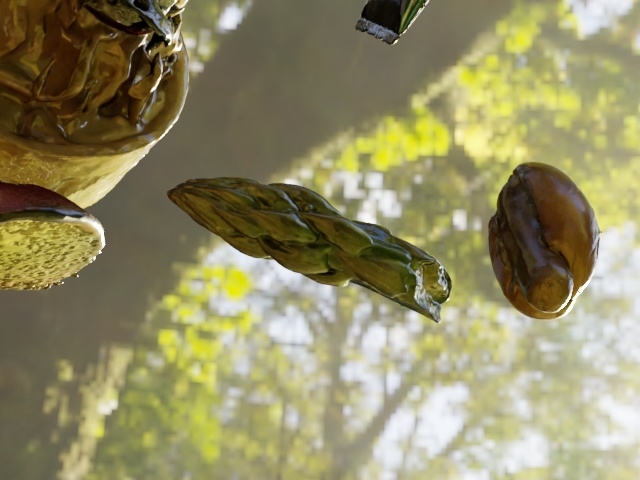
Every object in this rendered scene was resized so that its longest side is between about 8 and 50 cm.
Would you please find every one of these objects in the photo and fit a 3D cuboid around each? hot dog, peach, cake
[{"bbox_3d":[0.147,0.005,1.253,0.060,0.140,0.090,12,-46,-23],"label":"hot dog"},{"bbox_3d":[-0.274,-0.010,1.552,0.189,0.068,0.279,-8,-12,4],"label":"peach"},{"bbox_3d":[-0.259,-0.224,1.820,0.332,0.332,0.321,17,-39,-24],"label":"cake"}]

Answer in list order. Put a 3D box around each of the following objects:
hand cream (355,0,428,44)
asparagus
[{"bbox_3d":[0.114,-0.277,1.482,0.061,0.270,0.120,28,5,-19],"label":"hand cream"},{"bbox_3d":[0.000,0.000,1.633,0.287,0.080,0.080,20,-31,-16],"label":"asparagus"}]
